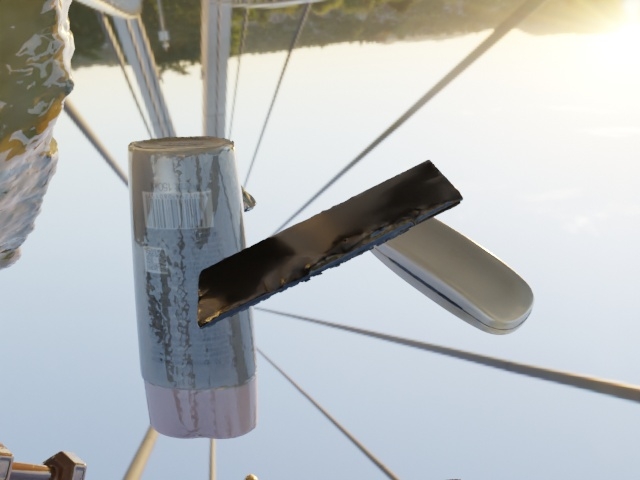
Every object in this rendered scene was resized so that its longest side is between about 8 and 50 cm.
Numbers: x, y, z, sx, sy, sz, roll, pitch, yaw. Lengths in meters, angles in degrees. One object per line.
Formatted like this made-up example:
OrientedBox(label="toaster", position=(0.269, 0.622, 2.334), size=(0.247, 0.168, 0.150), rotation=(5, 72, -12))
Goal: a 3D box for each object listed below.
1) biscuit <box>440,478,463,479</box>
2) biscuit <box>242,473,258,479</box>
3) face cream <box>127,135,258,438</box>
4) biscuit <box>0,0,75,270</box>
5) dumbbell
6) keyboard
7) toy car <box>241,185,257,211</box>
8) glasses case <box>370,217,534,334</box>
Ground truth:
OrientedBox(label="biscuit", position=(0.268, 0.484, 0.909), size=(0.276, 0.052, 0.262), rotation=(1, -122, 22))
OrientedBox(label="biscuit", position=(-0.126, 0.403, 0.764), size=(0.030, 0.160, 0.250), rotation=(31, -176, -5))
OrientedBox(label="face cream", position=(-0.113, 0.047, 0.558), size=(0.107, 0.270, 0.073), rotation=(1, -162, 8))
OrientedBox(label="biscuit", position=(-0.311, -0.026, 0.323), size=(0.429, 0.104, 0.446), rotation=(-42, 173, 39))
OrientedBox(label="dumbbell", position=(-0.516, 0.408, 1.114), size=(0.082, 0.092, 0.231), rotation=(-6, 154, 23))
OrientedBox(label="keyboard", position=(0.001, 0.002, 0.448), size=(0.196, 0.015, 0.074), rotation=(-26, -154, 4))
OrientedBox(label="toy car", position=(-0.147, -0.087, 1.078), size=(0.025, 0.093, 0.041), rotation=(-43, 180, 26))
OrientedBox(label="glasses case", position=(0.130, 0.026, 0.666), size=(0.197, 0.049, 0.076), rotation=(36, -129, 25))
